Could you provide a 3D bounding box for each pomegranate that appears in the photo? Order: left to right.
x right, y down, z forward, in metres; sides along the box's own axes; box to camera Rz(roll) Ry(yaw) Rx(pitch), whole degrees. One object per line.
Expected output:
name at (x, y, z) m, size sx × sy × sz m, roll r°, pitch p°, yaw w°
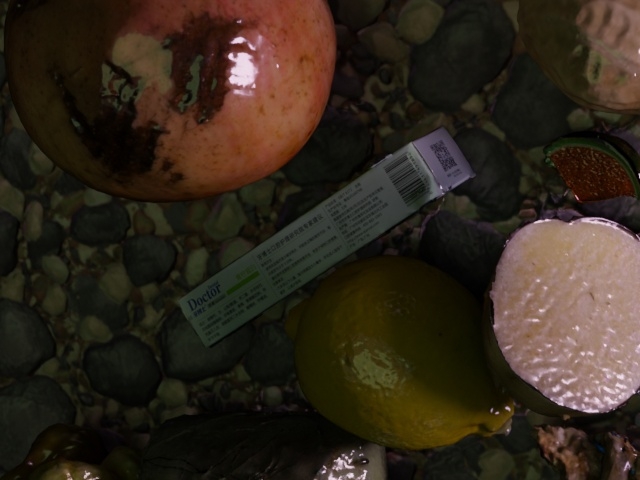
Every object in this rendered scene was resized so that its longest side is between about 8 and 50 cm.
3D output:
pomegranate at (-0.144, -0.180, 1.834) m, size 0.322 × 0.322 × 0.322 m, roll 9°, pitch 109°, yaw 26°

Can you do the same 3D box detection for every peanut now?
peanut at (0.300, -0.150, 1.701) m, size 0.298 × 0.136 × 0.120 m, roll 32°, pitch 151°, yaw 14°

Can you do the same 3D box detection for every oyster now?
oyster at (0.281, 0.290, 1.836) m, size 0.223 × 0.083 × 0.214 m, roll 15°, pitch 113°, yaw 59°

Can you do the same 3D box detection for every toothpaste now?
toothpaste at (0.000, 0.000, 1.938) m, size 0.336 × 0.081 × 0.067 m, roll -33°, pitch 88°, yaw 32°

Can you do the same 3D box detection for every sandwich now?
sandwich at (0.258, -0.071, 1.814) m, size 0.101 × 0.026 × 0.069 m, roll -4°, pitch 108°, yaw 32°

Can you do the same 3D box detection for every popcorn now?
popcorn at (-0.266, 0.346, 2.093) m, size 0.276 × 0.225 × 0.277 m, roll -12°, pitch 75°, yaw 57°

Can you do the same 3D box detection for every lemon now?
lemon at (0.081, 0.112, 1.872) m, size 0.248 × 0.184 × 0.184 m, roll 25°, pitch 116°, yaw 12°

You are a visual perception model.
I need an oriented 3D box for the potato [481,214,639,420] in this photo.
potato at (0.220, 0.080, 1.807) m, size 0.182 × 0.202 × 0.117 m, roll 25°, pitch 151°, yaw -11°

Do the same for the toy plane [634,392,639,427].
toy plane at (0.427, 0.141, 1.761) m, size 0.212 × 0.088 × 0.267 m, roll 48°, pitch 113°, yaw 6°

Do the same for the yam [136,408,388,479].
yam at (-0.052, 0.281, 1.998) m, size 0.271 × 0.201 × 0.203 m, roll -6°, pitch 103°, yaw 23°
